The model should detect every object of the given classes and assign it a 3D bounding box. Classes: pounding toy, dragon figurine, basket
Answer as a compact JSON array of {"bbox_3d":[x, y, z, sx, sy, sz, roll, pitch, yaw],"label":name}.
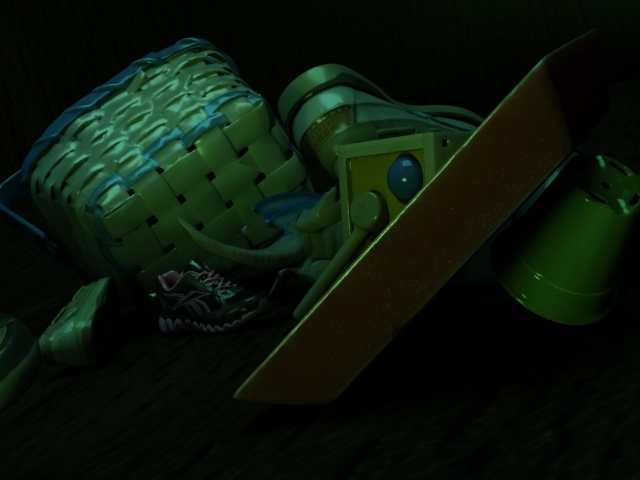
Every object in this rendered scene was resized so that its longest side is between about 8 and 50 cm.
[{"bbox_3d":[0.056,-0.009,1.159,0.100,0.130,0.141,-4,0,-37],"label":"pounding toy"},{"bbox_3d":[0.000,0.000,1.281,0.289,0.085,0.144,-12,3,-30],"label":"dragon figurine"},{"bbox_3d":[-0.154,-0.060,1.436,0.254,0.201,0.289,-36,36,-10],"label":"basket"}]

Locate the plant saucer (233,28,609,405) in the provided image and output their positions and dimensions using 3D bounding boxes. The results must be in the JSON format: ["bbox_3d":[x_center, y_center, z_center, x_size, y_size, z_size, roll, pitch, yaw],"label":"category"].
[{"bbox_3d":[0.080,-0.011,0.954,0.259,0.047,0.258,-49,-4,18],"label":"plant saucer"}]

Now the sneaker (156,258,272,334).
[{"bbox_3d":[-0.088,0.042,1.246,0.119,0.057,0.047,-5,9,42],"label":"sneaker"}]

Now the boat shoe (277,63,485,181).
[{"bbox_3d":[0.086,-0.068,1.480,0.302,0.103,0.113,14,-51,-45],"label":"boat shoe"}]

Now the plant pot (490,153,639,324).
[{"bbox_3d":[0.153,-0.007,0.936,0.083,0.083,0.079,-19,-35,-38],"label":"plant pot"}]

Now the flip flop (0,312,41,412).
[{"bbox_3d":[-0.240,0.105,0.917,0.277,0.080,0.112,-16,30,45],"label":"flip flop"}]

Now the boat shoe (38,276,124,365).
[{"bbox_3d":[-0.189,0.066,1.263,0.048,0.056,0.153,-8,15,3],"label":"boat shoe"}]

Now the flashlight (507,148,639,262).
[{"bbox_3d":[0.216,-0.033,1.073,0.103,0.103,0.304,-17,9,-22],"label":"flashlight"}]
